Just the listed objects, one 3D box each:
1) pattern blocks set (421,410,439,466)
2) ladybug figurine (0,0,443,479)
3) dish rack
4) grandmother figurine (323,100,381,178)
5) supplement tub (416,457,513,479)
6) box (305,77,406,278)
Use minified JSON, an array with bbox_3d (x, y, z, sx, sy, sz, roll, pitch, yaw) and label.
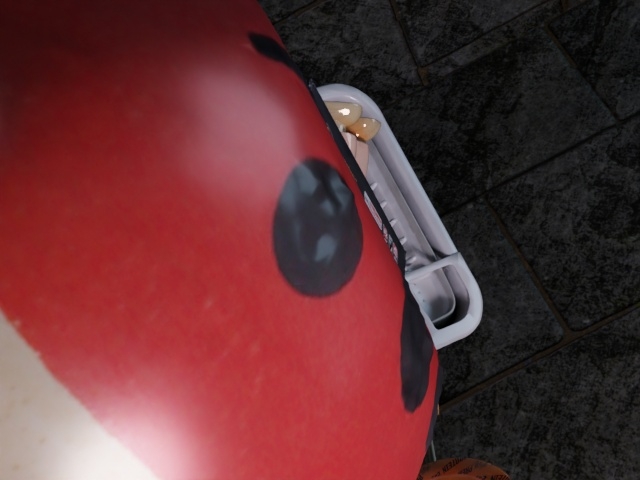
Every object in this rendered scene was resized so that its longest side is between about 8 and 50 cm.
[{"bbox_3d":[0.123,0.290,1.705,0.325,0.026,0.285,-100,-168,-62],"label":"pattern blocks set"},{"bbox_3d":[-0.056,0.016,0.523,0.305,0.162,0.449,63,2,15],"label":"ladybug figurine"},{"bbox_3d":[0.000,0.000,1.418,0.333,0.285,0.072,63,-33,12],"label":"dish rack"},{"bbox_3d":[0.013,0.045,1.264,0.208,0.104,0.342,19,71,-60],"label":"grandmother figurine"},{"bbox_3d":[0.164,0.356,1.188,0.316,0.193,0.193,60,3,-35],"label":"supplement tub"},{"bbox_3d":[0.003,0.077,0.990,0.295,0.073,0.293,58,29,-59],"label":"box"}]
